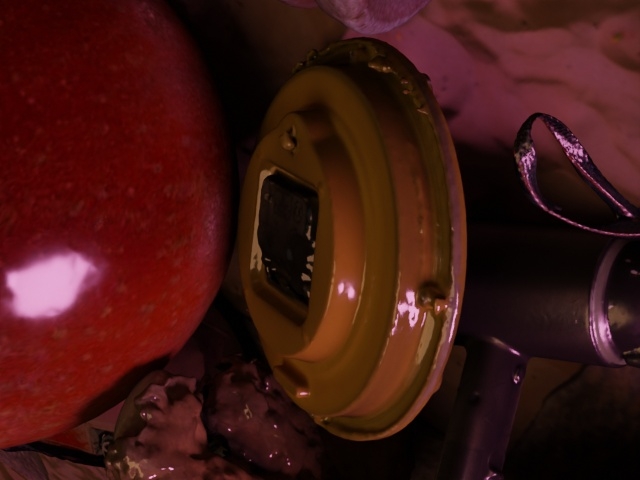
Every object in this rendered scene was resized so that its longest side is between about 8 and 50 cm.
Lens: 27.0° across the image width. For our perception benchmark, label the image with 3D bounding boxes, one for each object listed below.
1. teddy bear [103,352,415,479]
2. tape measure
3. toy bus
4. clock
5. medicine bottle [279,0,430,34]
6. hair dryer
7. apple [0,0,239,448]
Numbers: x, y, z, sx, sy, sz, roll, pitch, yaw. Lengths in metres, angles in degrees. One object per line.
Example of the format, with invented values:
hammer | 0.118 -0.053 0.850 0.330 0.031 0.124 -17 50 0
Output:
teddy bear | -0.026 0.175 0.894 0.156 0.256 0.267 7 117 17
tape measure | 0.176 -0.034 0.561 0.107 0.180 0.104 -25 89 54
toy bus | -0.189 0.101 1.088 0.303 0.127 0.147 2 122 45
clock | 0.000 0.000 0.761 0.237 0.057 0.237 7 98 62
medicine bottle | -0.072 -0.233 0.633 0.322 0.151 0.151 34 142 18
hair dryer | 0.108 0.109 0.723 0.195 0.248 0.078 6 167 42
apple | -0.230 -0.035 0.846 0.348 0.277 0.348 17 116 37
